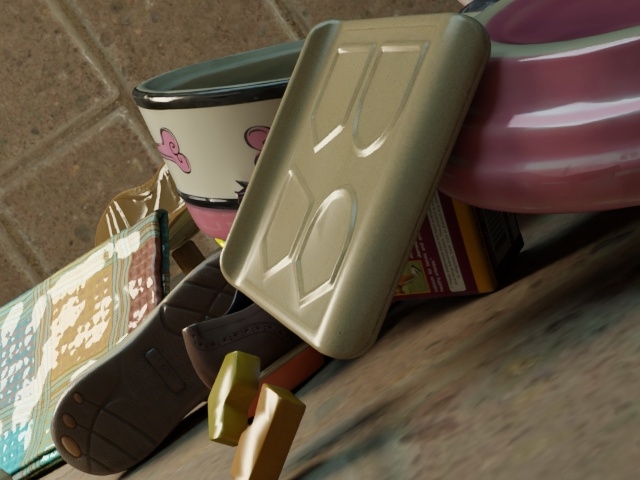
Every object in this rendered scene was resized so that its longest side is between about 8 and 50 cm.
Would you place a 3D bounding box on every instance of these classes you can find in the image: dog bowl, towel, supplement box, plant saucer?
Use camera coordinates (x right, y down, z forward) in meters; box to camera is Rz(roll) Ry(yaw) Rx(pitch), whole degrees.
[{"bbox_3d":[0.034,-0.114,1.112,0.407,0.151,0.408,-9,14,2],"label":"dog bowl"},{"bbox_3d":[-0.318,0.145,1.412,0.370,0.040,0.272,-31,49,30],"label":"towel"},{"bbox_3d":[0.044,-0.015,0.874,0.188,0.104,0.081,-7,21,31],"label":"supplement box"},{"bbox_3d":[0.213,-0.125,0.720,0.332,0.084,0.332,-18,20,6],"label":"plant saucer"}]

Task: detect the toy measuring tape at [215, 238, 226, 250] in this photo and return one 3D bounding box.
[{"bbox_3d":[-0.070,-0.003,1.438,0.121,0.121,0.330,-34,8,0],"label":"toy measuring tape"}]

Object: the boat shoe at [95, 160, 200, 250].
[{"bbox_3d":[-0.198,-0.037,1.550,0.098,0.109,0.302,1,-31,-44],"label":"boat shoe"}]

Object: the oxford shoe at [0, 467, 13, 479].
[{"bbox_3d":[-0.495,0.324,1.305,0.449,0.130,0.169,-27,7,44],"label":"oxford shoe"}]

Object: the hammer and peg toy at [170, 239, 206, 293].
[{"bbox_3d":[-0.235,0.113,1.552,0.361,0.127,0.266,-28,8,46],"label":"hammer and peg toy"}]

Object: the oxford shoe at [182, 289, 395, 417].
[{"bbox_3d":[-0.005,0.040,0.995,0.271,0.098,0.097,-39,7,-40],"label":"oxford shoe"}]

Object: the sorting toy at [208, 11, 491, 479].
[{"bbox_3d":[0.000,0.000,0.759,0.229,0.041,0.307,25,94,65],"label":"sorting toy"}]

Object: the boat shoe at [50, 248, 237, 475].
[{"bbox_3d":[-0.114,0.093,1.104,0.324,0.123,0.116,-33,4,-4],"label":"boat shoe"}]

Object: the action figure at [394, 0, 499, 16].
[{"bbox_3d":[0.156,-0.236,1.392,0.341,0.179,0.330,-13,25,-2],"label":"action figure"}]
